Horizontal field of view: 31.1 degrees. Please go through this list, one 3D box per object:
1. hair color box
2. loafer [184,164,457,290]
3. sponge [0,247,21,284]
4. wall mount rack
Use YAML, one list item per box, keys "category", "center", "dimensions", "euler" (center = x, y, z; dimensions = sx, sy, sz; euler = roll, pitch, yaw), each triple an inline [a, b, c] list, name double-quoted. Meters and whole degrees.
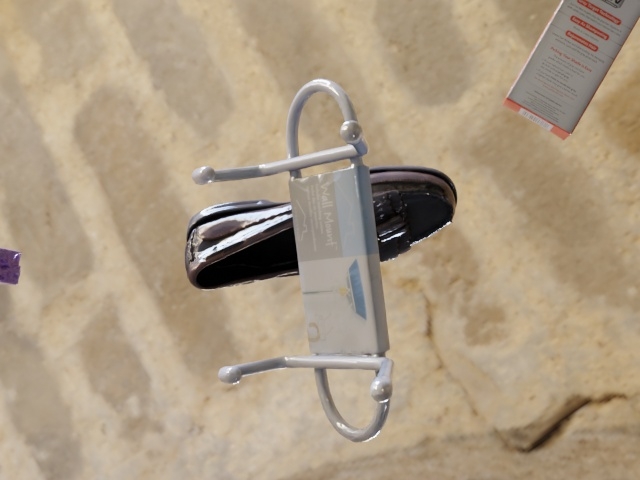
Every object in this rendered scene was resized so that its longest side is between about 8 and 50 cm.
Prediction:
- category: "hair color box"
  center: [0.236, -0.173, 1.072]
  dimensions: [0.072, 0.141, 0.043]
  euler: [31, -1, 4]
- category: "loafer"
  center: [0.000, 0.000, 1.228]
  dimensions: [0.095, 0.302, 0.109]
  euler: [-87, 164, -56]
- category: "sponge"
  center: [-0.334, 0.017, 0.975]
  dimensions: [0.210, 0.117, 0.031]
  euler: [-4, -102, 63]
- category: "wall mount rack"
  center: [0.001, 0.022, 1.031]
  dimensions: [0.304, 0.130, 0.350]
  euler: [-8, -90, 56]
